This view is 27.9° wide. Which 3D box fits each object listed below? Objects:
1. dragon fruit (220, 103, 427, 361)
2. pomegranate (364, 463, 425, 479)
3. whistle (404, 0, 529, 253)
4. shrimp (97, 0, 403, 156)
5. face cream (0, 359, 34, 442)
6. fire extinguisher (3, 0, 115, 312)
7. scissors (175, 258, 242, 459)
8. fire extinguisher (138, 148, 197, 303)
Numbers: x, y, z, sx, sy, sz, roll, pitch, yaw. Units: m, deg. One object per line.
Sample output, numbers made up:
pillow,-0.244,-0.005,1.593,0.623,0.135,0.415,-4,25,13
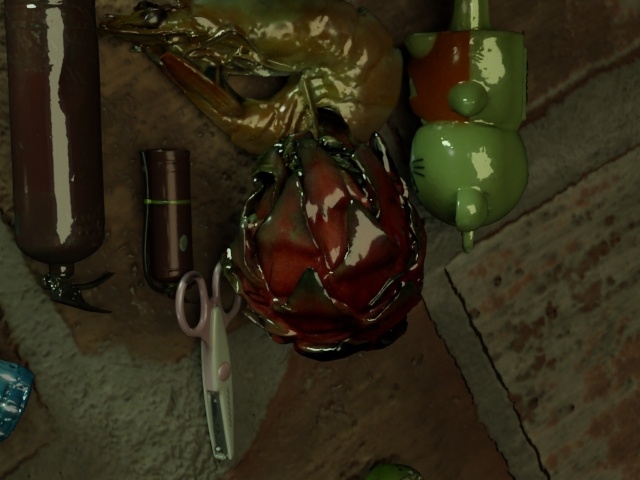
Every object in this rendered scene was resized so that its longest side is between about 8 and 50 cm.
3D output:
dragon fruit,0.005,0.007,1.050,0.188,0.182,0.182,43,78,-29
pomegranate,0.070,0.228,1.147,0.073,0.073,0.084,11,118,-23
whistle,0.128,-0.132,1.118,0.106,0.131,0.288,-1,94,8
shrimp,-0.057,-0.145,1.075,0.267,0.061,0.145,10,100,-25
face cream,-0.376,0.062,0.945,0.337,0.080,0.163,27,88,-22
fire extinguisher,-0.201,-0.070,1.016,0.089,0.072,0.267,-9,99,-54
scissors,-0.089,0.105,1.093,0.085,0.022,0.176,-23,114,-53
fire extinguisher,-0.124,-0.010,1.065,0.056,0.039,0.132,-6,98,-45
